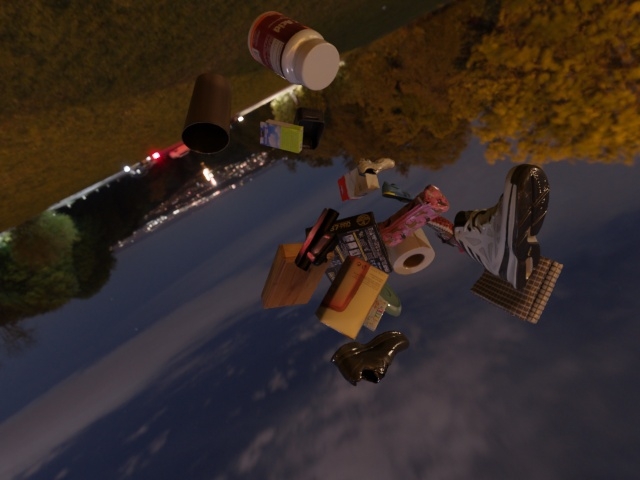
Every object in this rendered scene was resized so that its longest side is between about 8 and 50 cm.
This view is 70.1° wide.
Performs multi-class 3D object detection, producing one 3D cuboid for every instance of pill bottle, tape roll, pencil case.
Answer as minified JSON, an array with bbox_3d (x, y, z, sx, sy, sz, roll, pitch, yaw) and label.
[{"bbox_3d":[-0.114,-0.790,1.905,0.224,0.224,0.392,-33,-127,-20],"label":"pill bottle"},{"bbox_3d":[0.496,0.055,2.572,0.246,0.246,0.169,-27,-129,9],"label":"tape roll"},{"bbox_3d":[0.445,-0.113,2.264,0.386,0.167,0.160,-39,-149,39],"label":"pencil case"}]

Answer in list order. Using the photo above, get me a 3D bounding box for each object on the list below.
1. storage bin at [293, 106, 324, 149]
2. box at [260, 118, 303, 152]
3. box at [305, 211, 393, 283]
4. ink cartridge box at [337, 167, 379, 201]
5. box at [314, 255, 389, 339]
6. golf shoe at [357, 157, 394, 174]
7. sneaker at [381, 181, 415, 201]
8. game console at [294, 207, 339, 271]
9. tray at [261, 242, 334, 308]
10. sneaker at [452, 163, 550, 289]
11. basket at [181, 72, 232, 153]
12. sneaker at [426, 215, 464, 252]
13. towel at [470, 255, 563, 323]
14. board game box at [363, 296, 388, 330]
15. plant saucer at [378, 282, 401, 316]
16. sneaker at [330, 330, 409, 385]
[{"bbox_3d":[-0.059,-0.506,2.070,0.122,0.084,0.180,3,146,-14],"label":"storage bin"},{"bbox_3d":[-0.164,-0.441,1.918,0.179,0.108,0.042,16,-142,12],"label":"box"},{"bbox_3d":[0.143,0.050,2.130,0.319,0.394,0.097,-16,-128,12],"label":"box"},{"bbox_3d":[0.192,-0.293,2.364,0.078,0.134,0.231,-6,170,-34],"label":"ink cartridge box"},{"bbox_3d":[0.096,0.176,1.455,0.232,0.127,0.148,-60,-174,-5],"label":"box"},{"bbox_3d":[0.257,-0.325,2.067,0.177,0.069,0.085,-5,-127,-9],"label":"golf shoe"},{"bbox_3d":[0.397,-0.243,2.286,0.210,0.082,0.069,13,164,-29],"label":"sneaker"},{"bbox_3d":[0.000,0.000,1.370,0.213,0.044,0.361,-60,-171,0],"label":"game console"},{"bbox_3d":[-0.103,0.149,1.846,0.203,0.076,0.410,-5,147,-22],"label":"tray"},{"bbox_3d":[0.485,-0.054,1.310,0.258,0.447,0.169,30,-117,38],"label":"sneaker"},{"bbox_3d":[-0.383,-0.446,1.577,0.154,0.226,0.204,15,155,-28],"label":"basket"},{"bbox_3d":[0.658,-0.040,2.406,0.121,0.299,0.111,-38,156,-59],"label":"sneaker"},{"bbox_3d":[0.687,0.142,1.632,0.234,0.122,0.284,-70,-160,5],"label":"towel"},{"bbox_3d":[0.224,0.313,2.031,0.154,0.104,0.026,-58,175,-35],"label":"board game box"},{"bbox_3d":[0.361,0.302,2.641,0.043,0.318,0.317,-46,-174,18],"label":"plant saucer"},{"bbox_3d":[0.170,0.367,1.395,0.287,0.130,0.109,-11,139,-32],"label":"sneaker"}]
